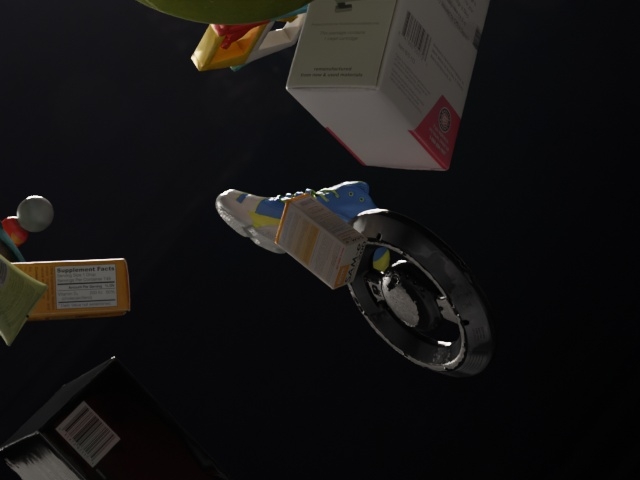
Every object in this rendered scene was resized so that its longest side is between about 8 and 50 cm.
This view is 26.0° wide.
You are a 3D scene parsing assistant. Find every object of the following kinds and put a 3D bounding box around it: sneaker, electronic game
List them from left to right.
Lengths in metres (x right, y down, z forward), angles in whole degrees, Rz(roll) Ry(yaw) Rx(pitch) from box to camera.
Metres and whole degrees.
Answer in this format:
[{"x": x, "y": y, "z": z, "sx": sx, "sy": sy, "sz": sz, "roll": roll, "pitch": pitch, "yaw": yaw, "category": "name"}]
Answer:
[{"x": -0.011, "y": -0.035, "z": 1.765, "sx": 0.240, "sy": 0.126, "sz": 0.091, "roll": 27, "pitch": -10, "yaw": -17, "category": "sneaker"}, {"x": 0.110, "y": 0.062, "z": 1.585, "sx": 0.229, "sy": 0.048, "sz": 0.229, "roll": 36, "pitch": -32, "yaw": 27, "category": "electronic game"}]

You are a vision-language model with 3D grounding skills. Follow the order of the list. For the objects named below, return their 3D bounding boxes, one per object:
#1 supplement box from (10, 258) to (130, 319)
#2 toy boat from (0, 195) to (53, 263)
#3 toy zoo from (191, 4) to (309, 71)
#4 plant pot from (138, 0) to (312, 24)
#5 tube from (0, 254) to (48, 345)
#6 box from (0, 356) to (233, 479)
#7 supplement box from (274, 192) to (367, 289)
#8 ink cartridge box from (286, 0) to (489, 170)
[{"x": -0.377, "y": 0.069, "z": 1.867, "sx": 0.233, "sy": 0.080, "sz": 0.078, "roll": 0, "pitch": -7, "yaw": -14, "category": "supplement box"}, {"x": -0.573, "y": -0.001, "z": 2.436, "sx": 0.267, "sy": 0.148, "sz": 0.318, "roll": 52, "pitch": 13, "yaw": -5, "category": "toy boat"}, {"x": -0.080, "y": -0.346, "z": 2.093, "sx": 0.030, "sy": 0.192, "sz": 0.293, "roll": 58, "pitch": -37, "yaw": 15, "category": "toy zoo"}, {"x": -0.070, "y": -0.368, "z": 1.122, "sx": 0.275, "sy": 0.275, "sz": 0.293, "roll": 39, "pitch": -23, "yaw": 6, "category": "plant pot"}, {"x": -0.391, "y": 0.061, "z": 1.682, "sx": 0.240, "sy": 0.070, "sz": 0.062, "roll": 70, "pitch": 1, "yaw": -71, "category": "tube"}, {"x": -0.153, "y": 0.242, "z": 1.251, "sx": 0.261, "sy": 0.103, "sz": 0.184, "roll": 48, "pitch": -29, "yaw": -7, "category": "box"}, {"x": 0.000, "y": 0.000, "z": 1.546, "sx": 0.098, "sy": 0.036, "sz": 0.062, "roll": 39, "pitch": -52, "yaw": 28, "category": "supplement box"}, {"x": 0.088, "y": -0.247, "z": 1.536, "sx": 0.117, "sy": 0.283, "sz": 0.207, "roll": 4, "pitch": -20, "yaw": 31, "category": "ink cartridge box"}]
